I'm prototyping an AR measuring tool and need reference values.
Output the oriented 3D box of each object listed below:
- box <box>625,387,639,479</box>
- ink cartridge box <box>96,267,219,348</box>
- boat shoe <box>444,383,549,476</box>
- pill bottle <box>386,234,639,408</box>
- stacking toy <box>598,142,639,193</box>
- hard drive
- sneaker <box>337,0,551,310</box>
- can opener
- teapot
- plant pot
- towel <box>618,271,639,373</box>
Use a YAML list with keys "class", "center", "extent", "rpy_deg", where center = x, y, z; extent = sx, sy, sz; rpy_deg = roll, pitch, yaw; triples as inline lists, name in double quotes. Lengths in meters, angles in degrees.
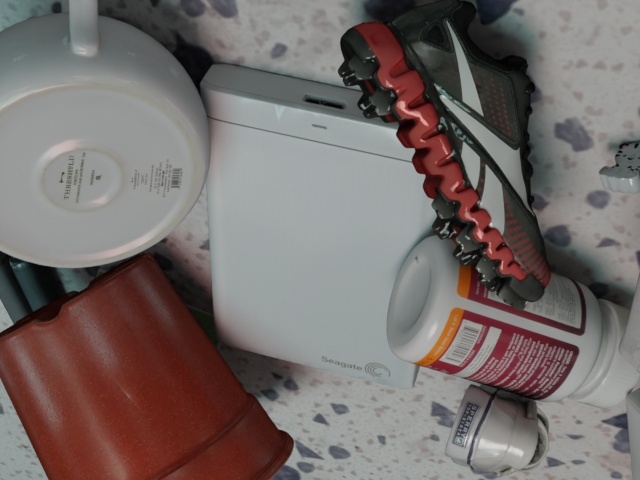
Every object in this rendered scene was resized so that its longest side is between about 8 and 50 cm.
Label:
- class: "box"
  center: [0.437, 0.277, 0.923]
  extent: [0.168, 0.345, 0.215]
  rpy_deg: [-24, 129, -8]
- class: "ink cartridge box"
  center: [-0.218, 0.154, 1.313]
  extent: [0.171, 0.056, 0.235]
  rpy_deg: [22, 112, 2]
- class: "boat shoe"
  center: [0.186, 0.191, 1.065]
  extent: [0.088, 0.096, 0.267]
  rpy_deg: [19, 171, 15]
- class: "pill bottle"
  center: [0.183, 0.081, 0.997]
  extent: [0.221, 0.121, 0.121]
  rpy_deg: [18, 138, -16]
- class: "stacking toy"
  center: [0.345, 0.009, 0.881]
  extent: [0.221, 0.052, 0.167]
  rpy_deg: [16, 143, 47]
- class: "hard drive"
  center: [0.000, 0.000, 1.075]
  extent: [0.233, 0.047, 0.353]
  rpy_deg: [13, 136, 11]
- class: "sneaker"
  center: [0.132, -0.077, 0.874]
  extent: [0.135, 0.097, 0.276]
  rpy_deg: [-32, 100, -4]
- class: "can opener"
  center: [-0.364, 0.037, 1.241]
  extent: [0.074, 0.093, 0.280]
  rpy_deg: [4, 138, 18]
- class: "teapot"
  center: [-0.225, -0.116, 0.970]
  extent: [0.256, 0.187, 0.252]
  rpy_deg: [-33, 135, 14]
- class: "plant pot"
  center: [-0.210, 0.174, 1.164]
  extent: [0.272, 0.272, 0.265]
  rpy_deg: [-24, 97, 38]
- class: "towel"
  center: [0.313, 0.056, 0.704]
  extent: [0.053, 0.317, 0.332]
  rpy_deg: [-10, 129, -13]
